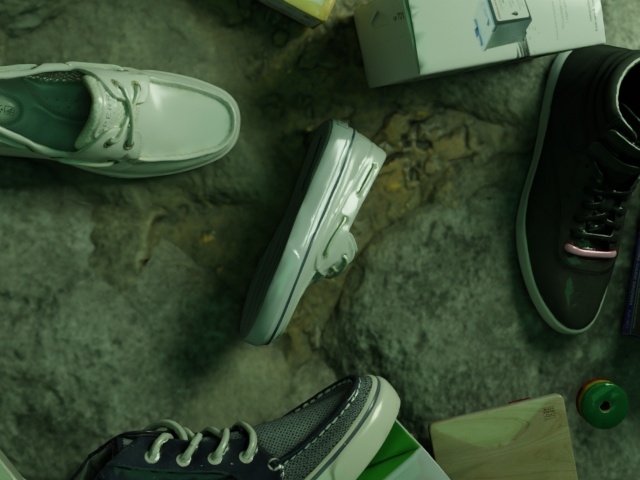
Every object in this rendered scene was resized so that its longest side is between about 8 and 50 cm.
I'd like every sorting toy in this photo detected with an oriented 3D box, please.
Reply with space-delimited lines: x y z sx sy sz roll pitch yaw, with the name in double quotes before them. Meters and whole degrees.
"sorting toy" 0.168 0.223 1.285 0.275 0.046 0.132 -13 100 -6

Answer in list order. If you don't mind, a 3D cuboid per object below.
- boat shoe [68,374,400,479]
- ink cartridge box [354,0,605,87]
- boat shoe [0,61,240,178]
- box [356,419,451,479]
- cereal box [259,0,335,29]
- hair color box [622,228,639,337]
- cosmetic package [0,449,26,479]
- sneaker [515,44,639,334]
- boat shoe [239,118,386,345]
"boat shoe" -0.094 0.203 1.168 0.340 0.127 0.158 -43 102 -14
"ink cartridge box" 0.146 -0.201 1.238 0.191 0.140 0.082 -13 96 -16
"boat shoe" -0.197 -0.106 1.152 0.277 0.096 0.098 0 89 -18
"box" 0.048 0.336 1.198 0.262 0.127 0.231 -39 101 -4
"cereal box" -0.071 -0.326 1.218 0.240 0.047 0.173 26 81 -15
"hair color box" 0.496 0.039 1.366 0.339 0.110 0.185 12 86 -18
"cosmetic package" -0.385 0.266 1.061 0.309 0.160 0.113 -40 101 -15
"sneaker" 0.272 -0.052 1.275 0.105 0.147 0.295 7 89 -19
"boat shoe" 0.000 0.000 1.221 0.076 0.083 0.226 25 82 -15
